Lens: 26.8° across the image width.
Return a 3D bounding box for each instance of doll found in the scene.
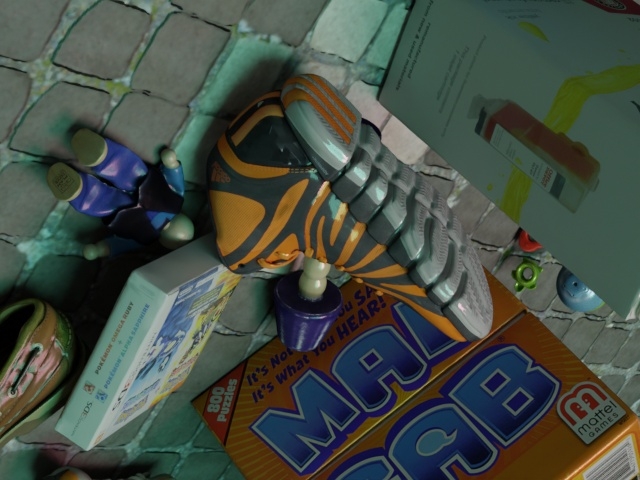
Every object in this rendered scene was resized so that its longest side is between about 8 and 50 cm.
[{"bbox_3d":[-0.177,-0.034,1.241,0.129,0.046,0.189,-54,149,1],"label":"doll"}]

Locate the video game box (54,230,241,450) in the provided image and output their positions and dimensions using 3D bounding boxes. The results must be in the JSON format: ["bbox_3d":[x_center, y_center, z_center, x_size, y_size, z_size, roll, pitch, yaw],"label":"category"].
[{"bbox_3d":[-0.156,0.090,1.308,0.187,0.048,0.205,-59,169,23],"label":"video game box"}]

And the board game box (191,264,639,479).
[{"bbox_3d":[0.135,0.277,1.565,0.356,0.356,0.357,-37,143,-8],"label":"board game box"}]

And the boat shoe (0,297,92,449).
[{"bbox_3d":[-0.353,0.171,1.236,0.307,0.110,0.104,-47,145,-15],"label":"boat shoe"}]

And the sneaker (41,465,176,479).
[{"bbox_3d":[-0.219,0.291,1.490,0.121,0.099,0.262,-43,151,-13],"label":"sneaker"}]

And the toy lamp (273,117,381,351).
[{"bbox_3d":[0.000,0.000,1.411,0.080,0.080,0.275,-15,132,-32],"label":"toy lamp"}]

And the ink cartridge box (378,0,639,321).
[{"bbox_3d":[0.290,-0.106,1.315,0.279,0.385,0.160,-6,129,-39],"label":"ink cartridge box"}]

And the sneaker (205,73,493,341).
[{"bbox_3d":[0.018,-0.001,1.305,0.180,0.125,0.321,-34,106,27],"label":"sneaker"}]

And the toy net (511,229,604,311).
[{"bbox_3d":[0.323,-0.032,1.665,0.045,0.122,0.232,6,103,-62],"label":"toy net"}]
